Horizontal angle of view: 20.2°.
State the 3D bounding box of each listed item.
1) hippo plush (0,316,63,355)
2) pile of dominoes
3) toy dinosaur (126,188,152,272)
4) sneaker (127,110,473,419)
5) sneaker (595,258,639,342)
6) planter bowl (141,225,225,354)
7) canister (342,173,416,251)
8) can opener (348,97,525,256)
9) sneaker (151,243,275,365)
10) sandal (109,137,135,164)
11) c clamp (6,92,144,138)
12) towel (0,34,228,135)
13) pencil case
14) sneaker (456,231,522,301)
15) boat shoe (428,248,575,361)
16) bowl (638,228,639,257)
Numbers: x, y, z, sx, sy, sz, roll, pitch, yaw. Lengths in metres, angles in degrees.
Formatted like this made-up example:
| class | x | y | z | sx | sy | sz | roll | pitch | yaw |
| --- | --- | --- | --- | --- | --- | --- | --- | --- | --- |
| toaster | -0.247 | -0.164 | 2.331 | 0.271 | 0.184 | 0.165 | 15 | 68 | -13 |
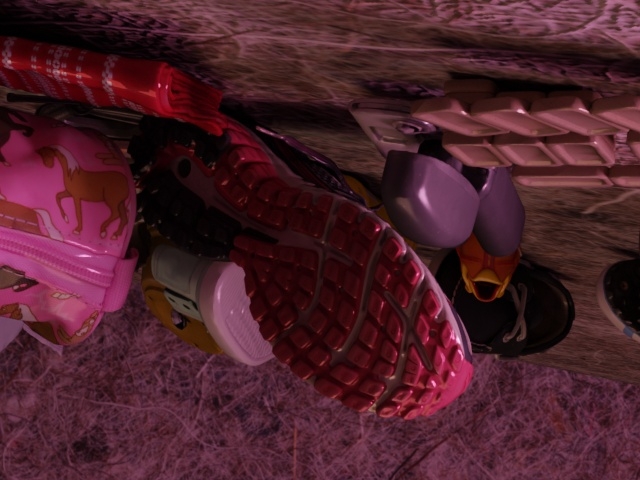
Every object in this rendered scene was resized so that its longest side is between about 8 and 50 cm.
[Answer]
| class | x | y | z | sx | sy | sz | roll | pitch | yaw |
| --- | --- | --- | --- | --- | --- | --- | --- | --- | --- |
| hippo plush | -0.334 | -0.032 | 1.588 | 0.236 | 0.234 | 0.294 | 40 | 165 | 22 |
| pile of dominoes | 0.189 | -0.067 | 0.962 | 0.251 | 0.040 | 0.196 | 0 | 170 | 20 |
| toy dinosaur | -0.236 | -0.013 | 1.751 | 0.160 | 0.121 | 0.313 | 25 | 168 | -7 |
| sneaker | 0.000 | 0.000 | 1.205 | 0.112 | 0.121 | 0.299 | 1 | -144 | -51 |
| sneaker | 0.323 | 0.072 | 1.662 | 0.086 | 0.085 | 0.237 | -10 | 161 | 43 |
| planter bowl | -0.112 | 0.049 | 1.786 | 0.217 | 0.090 | 0.217 | 32 | 157 | 15 |
| canister | 0.003 | -0.014 | 1.524 | 0.126 | 0.073 | 0.170 | 10 | 173 | 18 |
| can opener | 0.077 | -0.023 | 1.167 | 0.076 | 0.095 | 0.283 | 10 | 167 | 17 |
| sneaker | -0.100 | 0.047 | 1.587 | 0.151 | 0.094 | 0.256 | 18 | 176 | 17 |
| sandal | -0.169 | -0.061 | 1.475 | 0.072 | 0.049 | 0.180 | 15 | 179 | 33 |
| c clamp | -0.172 | -0.095 | 1.338 | 0.137 | 0.022 | 0.160 | 6 | 176 | -15 |
| towel | -0.202 | -0.108 | 1.108 | 0.274 | 0.031 | 0.199 | 10 | 180 | 7 |
| pencil case | -0.301 | -0.037 | 1.140 | 0.386 | 0.167 | 0.160 | 14 | 145 | -39 |
| sneaker | 0.147 | 0.023 | 1.626 | 0.064 | 0.067 | 0.175 | 8 | 175 | 10 |
| boat shoe | 0.180 | 0.063 | 1.792 | 0.091 | 0.114 | 0.302 | 9 | -174 | 22 |
| bowl | 0.315 | 0.023 | 1.388 | 0.142 | 0.053 | 0.142 | 11 | 176 | 7 |
